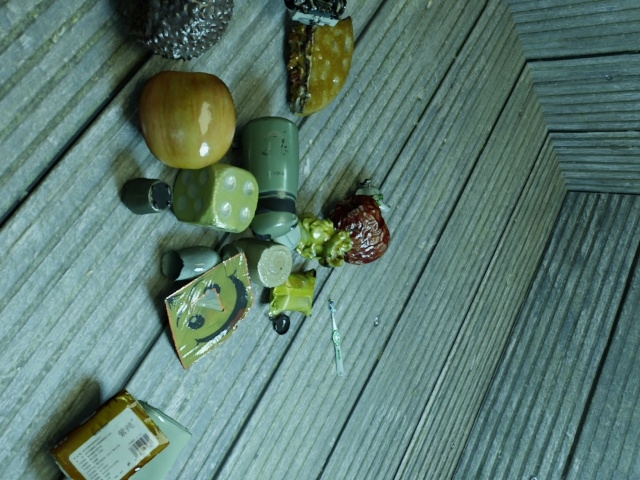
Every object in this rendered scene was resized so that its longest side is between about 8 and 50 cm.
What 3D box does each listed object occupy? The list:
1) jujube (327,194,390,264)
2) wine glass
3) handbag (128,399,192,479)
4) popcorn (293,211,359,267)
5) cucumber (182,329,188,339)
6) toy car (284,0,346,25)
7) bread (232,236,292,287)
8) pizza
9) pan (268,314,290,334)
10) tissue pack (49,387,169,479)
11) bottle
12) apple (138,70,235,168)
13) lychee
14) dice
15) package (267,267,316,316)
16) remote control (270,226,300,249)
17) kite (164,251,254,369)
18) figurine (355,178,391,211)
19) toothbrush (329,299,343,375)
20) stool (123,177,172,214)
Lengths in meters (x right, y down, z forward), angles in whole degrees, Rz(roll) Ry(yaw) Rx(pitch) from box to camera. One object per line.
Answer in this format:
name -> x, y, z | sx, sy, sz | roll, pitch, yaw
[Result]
jujube -> 0.132, -0.029, 2.313 | 0.213, 0.213, 0.232 | -51, 132, -33
wine glass -> -0.323, 0.062, 1.860 | 0.222, 0.103, 0.103 | -6, 100, -50
handbag -> -0.485, 0.591, 1.747 | 0.241, 0.109, 0.315 | 51, 61, -40
popcorn -> -0.003, -0.009, 2.165 | 0.173, 0.195, 0.168 | -40, 132, -34
cucumber -> -0.361, 0.194, 1.884 | 0.039, 0.039, 0.167 | 28, 78, -49
toy car -> -0.040, -0.774, 2.006 | 0.193, 0.118, 0.301 | -3, 65, -35
bread -> -0.179, 0.063, 2.007 | 0.148, 0.141, 0.133 | 5, 96, -49
pizza -> -0.008, -0.573, 2.139 | 0.278, 0.114, 0.408 | 39, 65, -47
pan -> -0.140, 0.264, 2.174 | 0.115, 0.024, 0.068 | 36, 69, -50
tissue pack -> -0.507, 0.497, 1.629 | 0.226, 0.092, 0.183 | -40, 93, -18
bottle -> -0.142, -0.172, 1.931 | 0.169, 0.169, 0.346 | 18, 65, -50
apple -> -0.332, -0.303, 1.703 | 0.242, 0.242, 0.240 | -10, 103, -50
lychee -> -0.334, -0.583, 1.612 | 0.300, 0.300, 0.299 | -10, 103, -49
dice -> -0.285, -0.116, 1.826 | 0.166, 0.169, 0.169 | 15, 83, -50
package -> -0.092, 0.164, 2.167 | 0.226, 0.090, 0.168 | 12, 83, -53
remote control -> -0.147, -0.078, 2.054 | 0.104, 0.052, 0.247 | -40, 111, -30
kite -> -0.314, 0.193, 1.875 | 0.328, 0.013, 0.377 | 25, 95, -54
figurine -> 0.182, -0.129, 2.436 | 0.147, 0.126, 0.192 | -23, 102, -64
toothbrush -> 0.057, 0.355, 2.429 | 0.030, 0.030, 0.303 | -28, 118, -45
stool -> -0.431, -0.111, 1.695 | 0.096, 0.110, 0.096 | -3, 94, -52
